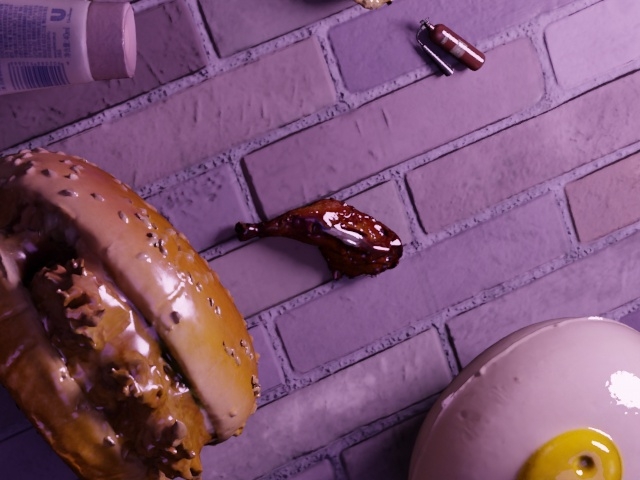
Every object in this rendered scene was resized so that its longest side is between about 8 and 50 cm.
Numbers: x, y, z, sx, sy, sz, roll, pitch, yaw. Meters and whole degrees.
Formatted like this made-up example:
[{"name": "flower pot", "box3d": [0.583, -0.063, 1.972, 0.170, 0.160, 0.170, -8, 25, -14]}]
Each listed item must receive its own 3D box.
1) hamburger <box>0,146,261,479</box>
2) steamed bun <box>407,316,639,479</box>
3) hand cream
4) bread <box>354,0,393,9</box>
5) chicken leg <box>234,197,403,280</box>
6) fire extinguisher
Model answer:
[{"name": "hamburger", "box3d": [-0.222, 0.112, 1.806, 0.268, 0.287, 0.445, -36, 115, -9]}, {"name": "steamed bun", "box3d": [0.281, 0.269, 2.001, 0.374, 0.334, 0.334, -44, 113, 2]}, {"name": "hand cream", "box3d": [-0.323, -0.206, 1.788, 0.248, 0.083, 0.133, 1, 103, 4]}, {"name": "bread", "box3d": [0.078, -0.339, 1.903, 0.187, 0.065, 0.103, -42, 114, -6]}, {"name": "chicken leg", "box3d": [0.004, -0.005, 1.977, 0.205, 0.053, 0.093, 25, 110, -19]}, {"name": "fire extinguisher", "box3d": [0.144, -0.227, 1.977, 0.100, 0.032, 0.046, 32, 127, -23]}]
